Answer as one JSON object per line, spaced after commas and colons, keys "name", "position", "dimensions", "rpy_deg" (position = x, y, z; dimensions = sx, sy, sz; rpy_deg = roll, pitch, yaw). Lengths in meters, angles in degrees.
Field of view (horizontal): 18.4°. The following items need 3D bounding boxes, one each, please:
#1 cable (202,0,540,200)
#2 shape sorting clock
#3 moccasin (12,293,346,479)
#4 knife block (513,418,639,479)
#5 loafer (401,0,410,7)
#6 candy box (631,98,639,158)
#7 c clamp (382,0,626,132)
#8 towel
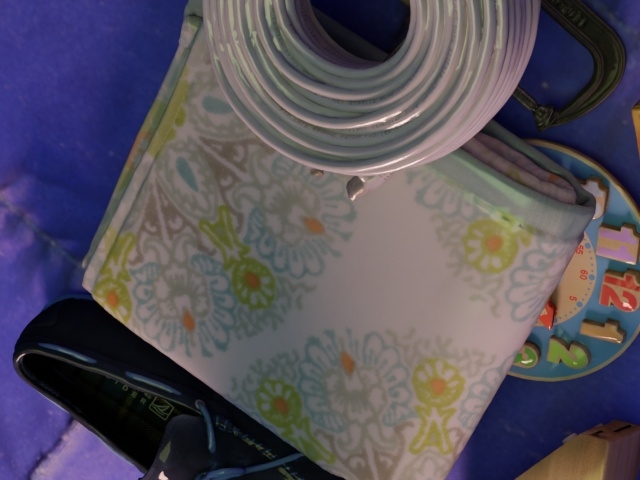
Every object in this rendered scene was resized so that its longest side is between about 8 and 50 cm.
{"name": "cable", "position": [0.030, -0.175, 1.428], "dimensions": [0.257, 0.089, 0.257], "rpy_deg": [-29, 89, 32]}
{"name": "shape sorting clock", "position": [0.169, 0.018, 1.586], "dimensions": [0.206, 0.040, 0.206], "rpy_deg": [8, 112, 19]}
{"name": "moccasin", "position": [-0.128, 0.185, 1.730], "dimensions": [0.342, 0.117, 0.138], "rpy_deg": [30, 118, 9]}
{"name": "knife block", "position": [0.202, 0.314, 1.615], "dimensions": [0.275, 0.088, 0.242], "rpy_deg": [-40, 76, 24]}
{"name": "loafer", "position": [0.090, -0.301, 1.460], "dimensions": [0.092, 0.102, 0.269], "rpy_deg": [26, 118, 5]}
{"name": "candy box", "position": [0.335, -0.063, 1.479], "dimensions": [0.186, 0.053, 0.109], "rpy_deg": [-6, 107, 23]}
{"name": "c clamp", "position": [0.148, -0.143, 1.520], "dimensions": [0.160, 0.022, 0.137], "rpy_deg": [35, 102, -8]}
{"name": "towel", "position": [0.000, 0.000, 1.601], "dimensions": [0.374, 0.090, 0.321], "rpy_deg": [35, 119, 16]}
